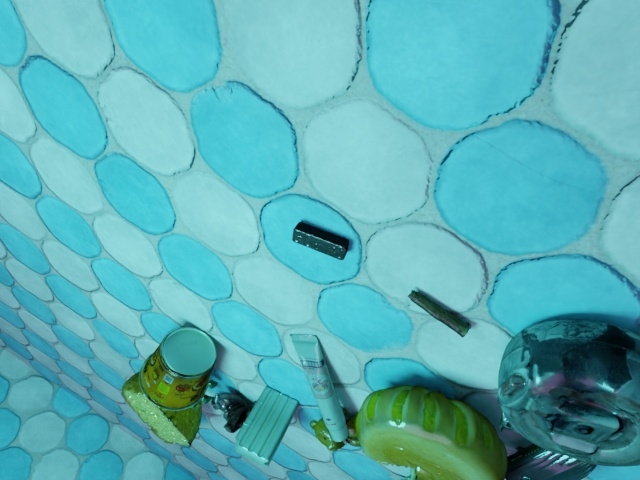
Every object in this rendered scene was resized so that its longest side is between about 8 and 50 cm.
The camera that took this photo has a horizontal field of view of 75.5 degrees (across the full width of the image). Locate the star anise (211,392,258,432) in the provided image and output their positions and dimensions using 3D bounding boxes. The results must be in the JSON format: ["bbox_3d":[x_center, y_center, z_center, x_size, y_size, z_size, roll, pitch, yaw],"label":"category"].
[{"bbox_3d":[-0.263,0.601,1.412,0.283,0.129,0.212,23,152,17],"label":"star anise"}]

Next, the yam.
[{"bbox_3d":[0.224,0.134,0.787,0.129,0.033,0.027,36,163,4],"label":"yam"}]

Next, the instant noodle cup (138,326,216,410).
[{"bbox_3d":[-0.417,0.375,1.248,0.216,0.215,0.172,35,127,-1],"label":"instant noodle cup"}]

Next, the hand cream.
[{"bbox_3d":[0.007,0.387,1.098,0.085,0.058,0.331,-5,109,37],"label":"hand cream"}]

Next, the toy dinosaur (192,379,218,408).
[{"bbox_3d":[-0.445,0.482,1.348,0.153,0.259,0.094,22,93,11],"label":"toy dinosaur"}]

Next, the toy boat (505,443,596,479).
[{"bbox_3d":[0.495,0.464,0.877,0.093,0.103,0.246,43,123,10],"label":"toy boat"}]

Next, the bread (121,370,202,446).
[{"bbox_3d":[-0.553,0.583,1.517,0.195,0.179,0.340,-7,121,32],"label":"bread"}]

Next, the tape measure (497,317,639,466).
[{"bbox_3d":[0.434,0.263,0.688,0.256,0.147,0.274,7,131,25],"label":"tape measure"}]

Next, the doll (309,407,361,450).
[{"bbox_3d":[0.069,0.557,1.194,0.210,0.097,0.137,-30,103,38],"label":"doll"}]

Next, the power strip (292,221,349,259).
[{"bbox_3d":[0.000,0.000,0.796,0.111,0.029,0.037,21,134,10],"label":"power strip"}]

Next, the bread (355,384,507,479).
[{"bbox_3d":[0.253,0.443,0.938,0.333,0.160,0.332,15,134,16],"label":"bread"}]

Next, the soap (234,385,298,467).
[{"bbox_3d":[-0.162,0.557,1.249,0.119,0.198,0.066,20,133,14],"label":"soap"}]
